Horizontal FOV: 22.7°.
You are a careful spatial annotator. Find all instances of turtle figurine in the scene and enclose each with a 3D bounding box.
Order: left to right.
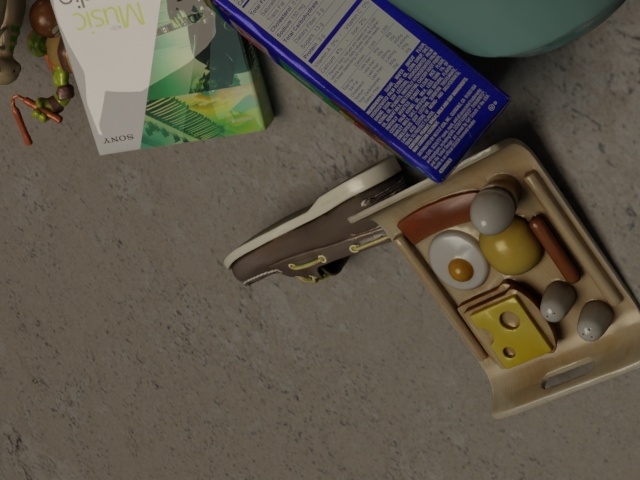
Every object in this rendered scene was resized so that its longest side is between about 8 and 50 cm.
[{"bbox_3d":[-0.323,-0.240,2.130,0.217,0.087,0.270,20,111,35],"label":"turtle figurine"}]

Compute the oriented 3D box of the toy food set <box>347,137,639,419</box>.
[{"bbox_3d":[0.200,0.050,1.793,0.219,0.092,0.306,-27,105,35],"label":"toy food set"}]

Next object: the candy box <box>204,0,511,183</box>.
[{"bbox_3d":[0.028,-0.203,1.658,0.317,0.122,0.268,40,-177,-3],"label":"candy box"}]

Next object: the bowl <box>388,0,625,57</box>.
[{"bbox_3d":[0.191,-0.289,1.500,0.311,0.311,0.163,-4,134,44],"label":"bowl"}]

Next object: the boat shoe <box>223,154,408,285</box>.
[{"bbox_3d":[0.000,0.000,1.987,0.324,0.116,0.097,-30,92,43],"label":"boat shoe"}]

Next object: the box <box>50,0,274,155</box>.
[{"bbox_3d":[-0.207,-0.272,1.963,0.232,0.058,0.322,-8,116,17],"label":"box"}]

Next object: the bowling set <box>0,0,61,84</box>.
[{"bbox_3d":[-0.430,-0.249,2.040,0.199,0.287,0.154,10,98,9],"label":"bowling set"}]
